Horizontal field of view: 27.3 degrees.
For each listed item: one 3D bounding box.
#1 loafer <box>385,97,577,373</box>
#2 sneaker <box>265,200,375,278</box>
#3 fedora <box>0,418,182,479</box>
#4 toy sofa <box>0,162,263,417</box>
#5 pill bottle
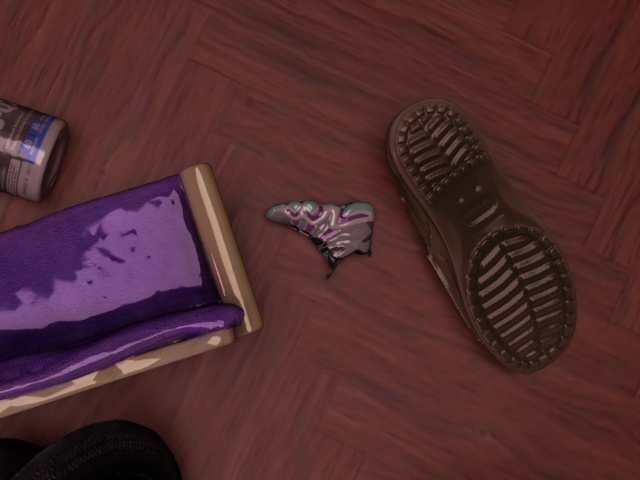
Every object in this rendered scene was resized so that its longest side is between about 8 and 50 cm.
[{"bbox_3d":[0.140,-0.008,1.157,0.102,0.092,0.268,-28,104,-2],"label":"loafer"},{"bbox_3d":[0.000,0.000,1.171,0.098,0.038,0.069,0,86,-2],"label":"sneaker"},{"bbox_3d":[-0.257,0.283,1.062,0.152,0.334,0.334,19,85,29],"label":"fedora"},{"bbox_3d":[-0.241,0.059,1.089,0.362,0.177,0.150,-18,88,-3],"label":"toy sofa"},{"bbox_3d":[-0.296,-0.089,1.142,0.137,0.078,0.078,18,86,-2],"label":"pill bottle"}]
